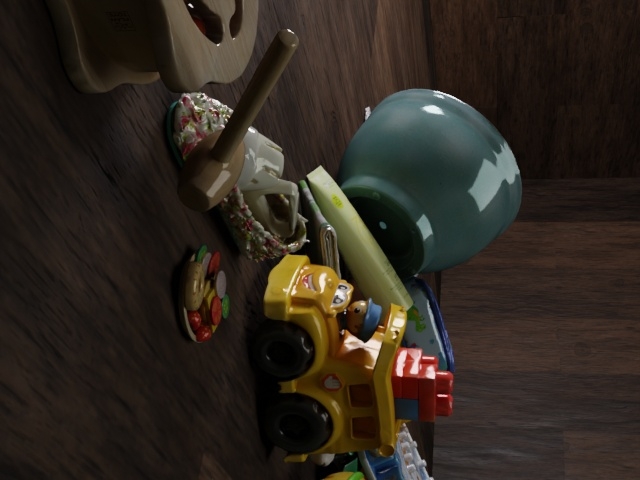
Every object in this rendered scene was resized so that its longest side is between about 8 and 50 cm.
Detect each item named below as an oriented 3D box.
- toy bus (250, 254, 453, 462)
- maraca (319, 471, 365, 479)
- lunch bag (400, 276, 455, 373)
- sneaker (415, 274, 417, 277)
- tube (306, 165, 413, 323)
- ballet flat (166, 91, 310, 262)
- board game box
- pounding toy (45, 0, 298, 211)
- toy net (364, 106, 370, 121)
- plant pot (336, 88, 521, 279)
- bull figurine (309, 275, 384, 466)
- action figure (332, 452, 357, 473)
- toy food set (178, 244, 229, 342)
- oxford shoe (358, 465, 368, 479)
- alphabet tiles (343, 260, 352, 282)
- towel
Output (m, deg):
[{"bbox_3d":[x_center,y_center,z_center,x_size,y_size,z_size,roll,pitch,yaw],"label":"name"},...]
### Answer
[{"bbox_3d":[0.043,0.134,0.920,0.149,0.211,0.220,-63,149,-61],"label":"toy bus"},{"bbox_3d":[0.006,0.375,1.029,0.186,0.099,0.127,-60,159,-10],"label":"maraca"},{"bbox_3d":[0.137,0.140,1.358,0.219,0.090,0.176,-158,-131,-75],"label":"lunch bag"},{"bbox_3d":[0.117,0.083,1.526,0.131,0.112,0.296,34,59,-44],"label":"sneaker"},{"bbox_3d":[0.050,0.003,1.171,0.240,0.062,0.070,60,-24,-5],"label":"tube"},{"bbox_3d":[-0.063,-0.056,0.746,0.241,0.077,0.091,64,29,-62],"label":"ballet flat"},{"bbox_3d":[0.190,0.471,1.406,0.390,0.050,0.390,65,11,1],"label":"board game box"},{"bbox_3d":[-0.072,-0.168,0.519,0.154,0.155,0.269,-67,155,-50],"label":"pounding toy"},{"bbox_3d":[0.123,-0.161,1.663,0.122,0.045,0.232,-64,151,-63],"label":"toy net"},{"bbox_3d":[0.137,-0.062,1.285,0.196,0.293,0.293,-43,139,-35],"label":"plant pot"},{"bbox_3d":[0.048,0.203,1.198,0.188,0.101,0.310,81,16,-49],"label":"bull figurine"},{"bbox_3d":[0.039,0.428,1.237,0.137,0.063,0.232,-25,110,-78],"label":"action figure"},{"bbox_3d":[-0.100,0.046,0.704,0.082,0.020,0.083,-68,154,-60],"label":"toy food set"},{"bbox_3d":[0.095,0.514,1.457,0.133,0.130,0.364,-60,-178,16],"label":"oxford shoe"},{"bbox_3d":[0.062,0.005,1.475,0.198,0.009,0.237,-22,111,-76],"label":"alphabet tiles"},{"bbox_3d":[0.000,0.000,1.031,0.152,0.023,0.113,-114,-163,-61],"label":"towel"}]
